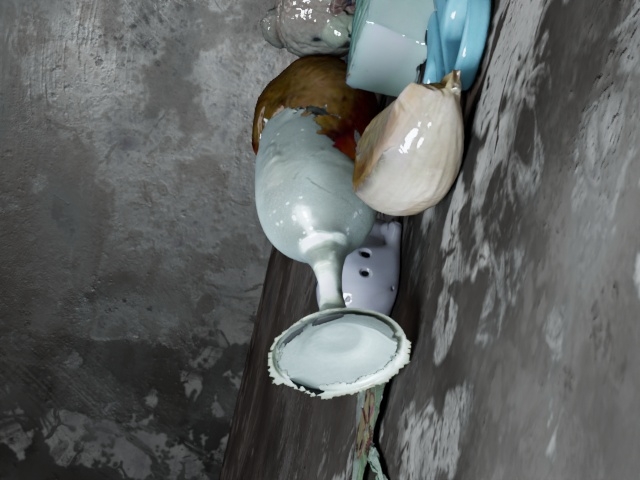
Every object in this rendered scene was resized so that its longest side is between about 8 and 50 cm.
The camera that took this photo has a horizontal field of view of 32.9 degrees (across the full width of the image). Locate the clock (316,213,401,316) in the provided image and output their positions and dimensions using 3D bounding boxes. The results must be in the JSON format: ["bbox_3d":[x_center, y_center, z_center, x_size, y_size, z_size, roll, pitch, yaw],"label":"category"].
[{"bbox_3d":[0.027,0.024,1.242,0.080,0.117,0.176,106,172,-46],"label":"clock"}]

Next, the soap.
[{"bbox_3d":[0.094,-0.304,1.403,0.145,0.091,0.230,108,172,-47],"label":"soap"}]

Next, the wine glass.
[{"bbox_3d":[0.000,0.000,1.127,0.143,0.143,0.321,109,158,-47],"label":"wine glass"}]

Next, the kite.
[{"bbox_3d":[0.053,0.217,1.125,0.250,0.012,0.229,-103,23,-75],"label":"kite"}]

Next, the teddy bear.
[{"bbox_3d":[0.019,-0.380,1.584,0.151,0.236,0.267,54,137,43],"label":"teddy bear"}]

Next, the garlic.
[{"bbox_3d":[0.083,-0.080,1.036,0.195,0.087,0.101,125,143,-64],"label":"garlic"}]

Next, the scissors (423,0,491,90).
[{"bbox_3d":[0.138,-0.274,1.214,0.447,0.029,0.192,-86,9,-51],"label":"scissors"}]

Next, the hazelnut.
[{"bbox_3d":[0.006,-0.164,1.620,0.208,0.208,0.208,-168,90,-84],"label":"hazelnut"}]
